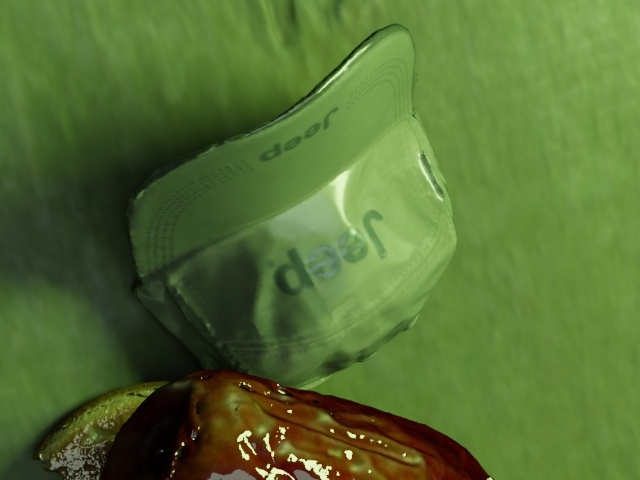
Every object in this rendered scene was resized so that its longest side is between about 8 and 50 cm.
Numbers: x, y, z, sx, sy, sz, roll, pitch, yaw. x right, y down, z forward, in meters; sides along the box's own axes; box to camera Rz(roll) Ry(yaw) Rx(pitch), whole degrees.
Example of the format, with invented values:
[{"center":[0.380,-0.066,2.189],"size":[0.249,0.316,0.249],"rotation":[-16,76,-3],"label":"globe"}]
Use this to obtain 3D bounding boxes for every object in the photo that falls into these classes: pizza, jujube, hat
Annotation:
[{"center":[-0.129,0.130,1.120],"size":[0.099,0.029,0.100],"rotation":[5,97,-9],"label":"pizza"},{"center":[0.005,0.185,1.076],"size":[0.290,0.197,0.197],"rotation":[35,89,-30],"label":"jujube"},{"center":[0.000,0.000,1.046],"size":[0.214,0.245,0.149],"rotation":[-34,87,-6],"label":"hat"}]
